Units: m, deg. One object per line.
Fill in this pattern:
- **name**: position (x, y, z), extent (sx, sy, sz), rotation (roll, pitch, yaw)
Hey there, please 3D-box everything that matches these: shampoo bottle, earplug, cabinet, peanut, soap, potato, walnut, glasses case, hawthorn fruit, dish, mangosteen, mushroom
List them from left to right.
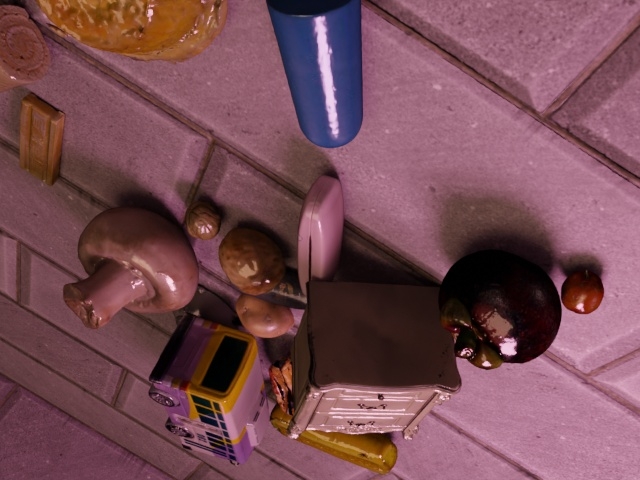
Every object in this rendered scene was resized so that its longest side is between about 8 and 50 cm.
- **soap**: position (-0.645, -0.227, 1.523), extent (0.092, 0.037, 0.252), rotation (32, 142, -4)
- **mushroom**: position (-0.440, 0.083, 1.529), extent (0.298, 0.290, 0.297), rotation (19, 142, 16)
- **walnut**: position (-0.257, -0.043, 1.442), extent (0.092, 0.092, 0.092), rotation (18, 141, 15)
- **dish**: position (-0.313, 0.213, 1.767), extent (0.246, 0.078, 0.224), rotation (12, 138, 22)
- **peanut**: position (-0.152, 0.042, 1.445), extent (0.141, 0.109, 0.159), rotation (-32, 89, 18)
- **potato**: position (-0.137, 0.177, 1.591), extent (0.147, 0.112, 0.112), rotation (31, 143, 11)
- **shampoo bottle**: position (-0.096, 0.104, 1.515), extent (0.234, 0.049, 0.087), rotation (16, 112, 18)
- **glasses case**: position (0.000, 0.000, 1.295), extent (0.075, 0.113, 0.296), rotation (17, 140, 14)
- **earplug**: position (0.006, -0.255, 1.000), extent (0.133, 0.132, 0.273), rotation (14, 143, 20)
- **cabinet**: position (0.088, 0.265, 1.365), extent (0.290, 0.227, 0.318), rotation (4, 145, -11)
- **mangosteen**: position (0.311, 0.129, 1.156), extent (0.216, 0.216, 0.216), rotation (18, 141, 15)
- **hawthorn fruit**: position (0.452, 0.088, 1.137), extent (0.077, 0.077, 0.077), rotation (18, 141, 15)

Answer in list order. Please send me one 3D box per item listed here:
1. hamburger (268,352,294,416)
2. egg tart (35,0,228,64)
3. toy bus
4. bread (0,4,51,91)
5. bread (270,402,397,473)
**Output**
- **hamburger**: position (-0.027, 0.377, 1.727), extent (0.231, 0.107, 0.230), rotation (17, 124, 27)
- **egg tart**: position (-0.321, -0.421, 1.001), extent (0.388, 0.169, 0.387), rotation (14, 136, 14)
- **toy bus**: position (-0.271, 0.410, 1.746), extent (0.249, 0.209, 0.439), rotation (14, 142, 12)
- **bread**: position (-0.620, -0.366, 1.274), extent (0.141, 0.134, 0.148), rotation (-2, 119, 34)
- **bread**: position (0.037, 0.540, 1.872), extent (0.384, 0.112, 0.166), rotation (16, 151, 20)
